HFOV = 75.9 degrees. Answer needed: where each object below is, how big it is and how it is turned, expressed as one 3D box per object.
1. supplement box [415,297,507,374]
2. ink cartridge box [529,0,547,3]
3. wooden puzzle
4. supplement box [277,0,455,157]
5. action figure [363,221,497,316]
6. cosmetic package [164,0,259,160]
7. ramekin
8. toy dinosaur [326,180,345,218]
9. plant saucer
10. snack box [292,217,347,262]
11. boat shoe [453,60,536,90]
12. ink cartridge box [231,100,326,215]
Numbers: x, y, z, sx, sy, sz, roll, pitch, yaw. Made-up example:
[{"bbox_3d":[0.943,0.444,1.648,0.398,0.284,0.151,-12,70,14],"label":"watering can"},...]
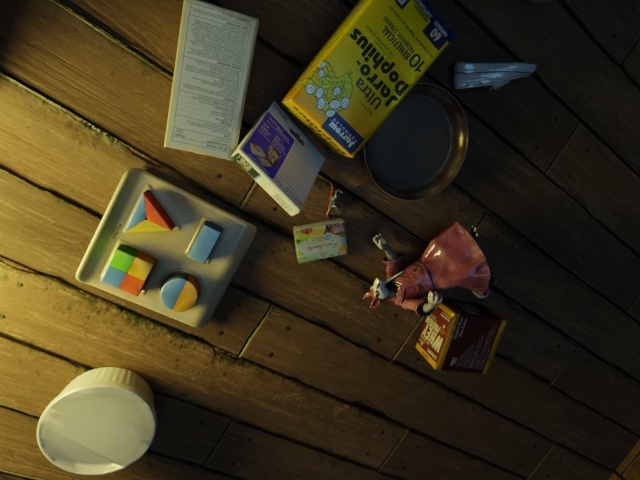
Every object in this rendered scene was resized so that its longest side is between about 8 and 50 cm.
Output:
[{"bbox_3d":[0.437,0.296,1.292,0.194,0.129,0.191,10,103,-18],"label":"supplement box"},{"bbox_3d":[0.500,-0.694,0.977,0.278,0.201,0.117,11,103,-18],"label":"ink cartridge box"},{"bbox_3d":[-0.377,0.037,1.027,0.348,0.080,0.322,27,98,-20],"label":"wooden puzzle"},{"bbox_3d":[0.095,-0.398,0.962,0.194,0.195,0.356,38,94,-21],"label":"supplement box"},{"bbox_3d":[0.297,0.099,1.205,0.370,0.248,0.275,-25,154,6],"label":"action figure"},{"bbox_3d":[-0.248,-0.352,0.930,0.160,0.113,0.309,10,104,-18],"label":"cosmetic package"},{"bbox_3d":[-0.568,0.460,1.077,0.273,0.127,0.272,-4,107,-14],"label":"ramekin"},{"bbox_3d":[0.034,-0.103,1.128,0.090,0.047,0.082,45,102,11],"label":"toy dinosaur"},{"bbox_3d":[0.256,-0.264,1.119,0.311,0.050,0.310,-5,109,-14],"label":"plant saucer"},{"bbox_3d":[0.000,0.000,1.135,0.141,0.037,0.100,-11,116,-11],"label":"snack box"},{"bbox_3d":[0.466,-0.446,1.117,0.227,0.083,0.075,-1,118,-3],"label":"boat shoe"},{"bbox_3d":[-0.092,-0.202,1.003,0.206,0.045,0.208,45,48,-26],"label":"ink cartridge box"}]
